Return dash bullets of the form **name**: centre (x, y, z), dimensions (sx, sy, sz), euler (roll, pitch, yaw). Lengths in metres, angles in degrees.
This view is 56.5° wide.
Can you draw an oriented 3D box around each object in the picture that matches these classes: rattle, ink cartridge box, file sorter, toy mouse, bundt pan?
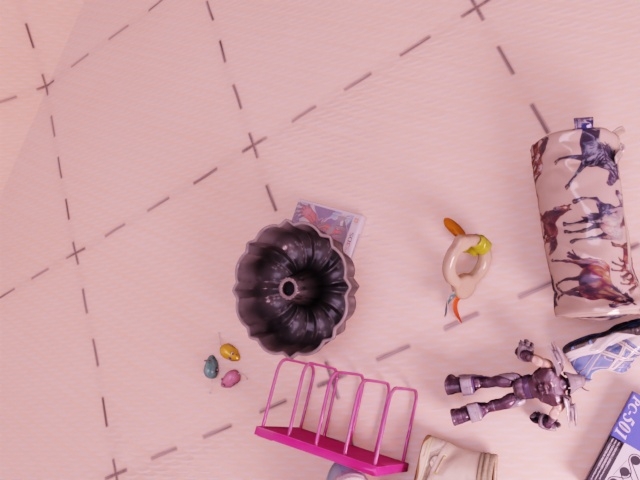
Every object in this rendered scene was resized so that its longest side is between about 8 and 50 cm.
- **rattle**: centre (0.293, 0.067, 1.346), dimensions (0.142, 0.130, 0.200), euler (27, 117, 40)
- **ink cartridge box**: centre (0.586, 0.400, 1.121), dimensions (0.097, 0.046, 0.207), euler (29, 91, 28)
- **file sorter**: centre (0.046, 0.380, 1.316), dimensions (0.290, 0.202, 0.182), euler (9, 78, 28)
- **toy mouse**: centre (-0.265, 0.346, 1.577), dimensions (0.161, 0.031, 0.143), euler (36, 94, 29)
- **bundt pan**: centre (-0.048, 0.118, 1.455), dimensions (0.330, 0.124, 0.331), euler (-2, 85, 29)

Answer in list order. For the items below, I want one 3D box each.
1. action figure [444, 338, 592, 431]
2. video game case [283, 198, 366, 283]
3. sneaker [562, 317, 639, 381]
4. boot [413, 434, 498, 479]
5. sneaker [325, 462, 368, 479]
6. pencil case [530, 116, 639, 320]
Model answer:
- **action figure**: centre (0.399, 0.299, 1.209), dimensions (0.284, 0.099, 0.186), euler (-16, 73, 25)
- **video game case**: centre (0.000, 0.000, 1.536), dimensions (0.201, 0.023, 0.184), euler (17, 85, 30)
- **sneaker**: centre (0.590, 0.209, 1.161), dimensions (0.211, 0.080, 0.081), euler (-25, 82, 24)
- **boot**: centre (0.276, 0.529, 1.230), dimensions (0.165, 0.077, 0.213), euler (7, 78, 26)
- **sneaker**: centre (0.072, 0.651, 1.290), dimensions (0.135, 0.150, 0.366), euler (1, 96, -5)
- **pencil case**: centre (0.538, -0.031, 1.192), dimensions (0.183, 0.159, 0.411), euler (-15, 70, 38)
